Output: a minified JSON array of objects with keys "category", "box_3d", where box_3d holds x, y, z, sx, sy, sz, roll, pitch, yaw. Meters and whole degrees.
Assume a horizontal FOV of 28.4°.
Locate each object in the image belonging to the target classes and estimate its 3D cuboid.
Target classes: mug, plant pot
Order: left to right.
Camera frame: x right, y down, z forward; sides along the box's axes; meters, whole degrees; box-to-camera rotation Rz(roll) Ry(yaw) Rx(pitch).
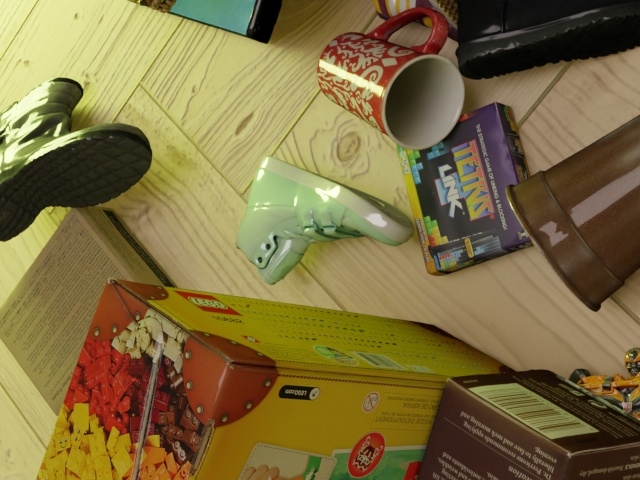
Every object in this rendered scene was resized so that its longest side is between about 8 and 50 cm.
[{"category":"mug","box_3d":[0.089,-0.197,1.501,0.150,0.113,0.169,-46,36,-8]},{"category":"plant pot","box_3d":[0.312,-0.038,1.339,0.165,0.167,0.167,-37,68,16]}]

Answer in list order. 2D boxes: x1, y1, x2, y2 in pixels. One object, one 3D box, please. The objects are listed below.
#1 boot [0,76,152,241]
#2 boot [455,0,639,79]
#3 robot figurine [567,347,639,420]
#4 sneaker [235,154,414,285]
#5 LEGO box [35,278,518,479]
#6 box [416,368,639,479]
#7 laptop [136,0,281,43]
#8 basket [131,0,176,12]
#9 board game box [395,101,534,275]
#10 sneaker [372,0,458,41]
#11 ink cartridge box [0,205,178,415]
[{"category":"boot","box_3d":[-0.364,-0.148,1.758,0.338,0.118,0.222,-17,46,28]},{"category":"boot","box_3d":[0.256,-0.305,1.421,0.246,0.094,0.207,-10,72,20]},{"category":"robot figurine","box_3d":[0.346,0.258,1.330,0.211,0.085,0.291,-10,81,31]},{"category":"sneaker","box_3d":[0.000,0.000,1.561,0.256,0.094,0.151,24,94,42]},{"category":"LEGO box","box_3d":[-0.035,0.268,1.314,0.193,0.500,0.372,29,102,42]},{"category":"box","box_3d":[0.210,0.256,1.273,0.168,0.167,0.203,30,111,43]},{"category":"laptop","box_3d":[-0.121,-0.467,1.602,0.236,0.408,0.382,17,97,-2]},{"category":"basket","box_3d":[-0.261,-0.477,1.602,0.213,0.223,0.299,-49,39,39]},{"category":"board game box","box_3d":[0.175,-0.059,1.485,0.141,0.048,0.170,-21,75,31]},{"category":"sneaker","box_3d":[0.117,-0.288,1.535,0.185,0.069,0.084,49,134,21]},{"category":"ink cartridge box","box_3d":[-0.329,0.098,1.771,0.193,0.088,0.234,48,109,24]}]
